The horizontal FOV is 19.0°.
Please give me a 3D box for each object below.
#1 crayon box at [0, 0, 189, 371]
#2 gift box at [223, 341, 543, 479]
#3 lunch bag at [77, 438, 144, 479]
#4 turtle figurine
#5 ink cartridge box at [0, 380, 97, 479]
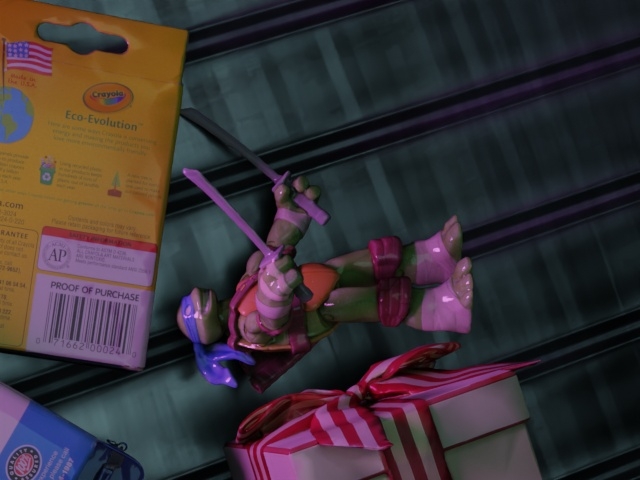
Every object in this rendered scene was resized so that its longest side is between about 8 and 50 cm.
[{"bbox_3d":[-0.240,-0.051,1.748,0.202,0.081,0.318,10,83,-17],"label":"crayon box"},{"bbox_3d":[0.082,0.237,1.734,0.255,0.276,0.258,-19,90,-23],"label":"gift box"},{"bbox_3d":[-0.204,0.227,1.746,0.067,0.065,0.098,30,78,-13],"label":"lunch bag"},{"bbox_3d":[0.000,0.000,1.735,0.266,0.198,0.274,-2,86,-4],"label":"turtle figurine"},{"bbox_3d":[-0.387,0.191,1.658,0.307,0.129,0.223,32,78,-13],"label":"ink cartridge box"}]
